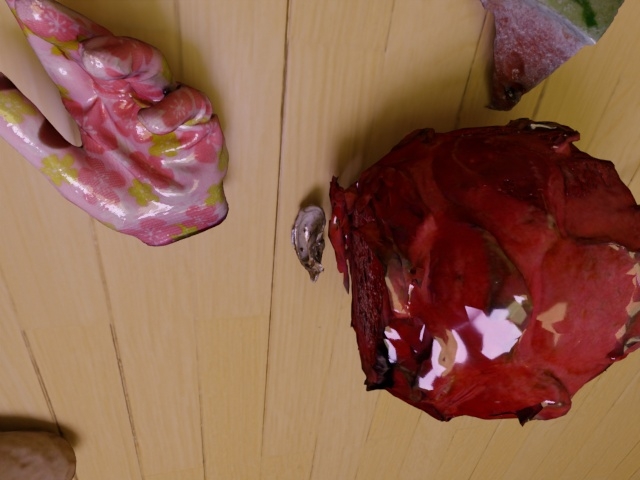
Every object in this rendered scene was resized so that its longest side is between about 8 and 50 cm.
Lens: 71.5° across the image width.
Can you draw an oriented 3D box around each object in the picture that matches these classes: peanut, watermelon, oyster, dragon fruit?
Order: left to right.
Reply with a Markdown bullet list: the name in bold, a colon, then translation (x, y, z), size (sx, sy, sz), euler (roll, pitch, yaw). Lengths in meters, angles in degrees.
- **peanut**: translation (-0.449, 0.284, 0.558), size (0.263, 0.117, 0.101), euler (26, 93, -27)
- **oyster**: translation (0.000, 0.000, 0.518), size (0.038, 0.081, 0.083), euler (-14, 165, -34)
- **dragon fruit**: translation (0.154, 0.027, 0.450), size (0.301, 0.296, 0.296), euler (-18, 128, 12)
- **watermelon**: translation (0.227, -0.197, 0.425), size (0.098, 0.121, 0.158), euler (-40, 132, -14)

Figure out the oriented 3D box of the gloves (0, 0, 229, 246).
- **gloves**: translation (-0.165, -0.101, 0.368), size (0.145, 0.126, 0.241), euler (-2, 131, 15)

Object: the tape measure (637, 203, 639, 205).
- **tape measure**: translation (0.380, 0.051, 0.649), size (0.164, 0.084, 0.330), euler (28, 114, -33)
